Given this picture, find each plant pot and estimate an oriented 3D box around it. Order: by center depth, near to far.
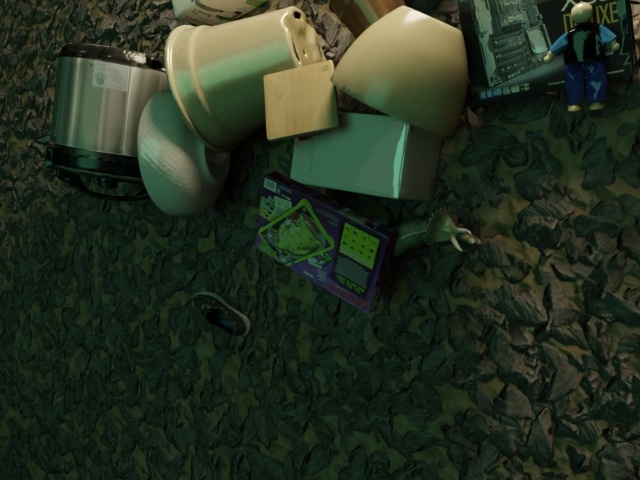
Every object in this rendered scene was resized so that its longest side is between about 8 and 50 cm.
[{"bbox_3d":[0.187,-0.360,1.260,0.284,0.284,0.190,37,113,28],"label":"plant pot"},{"bbox_3d":[0.130,-0.509,1.409,0.167,0.167,0.165,-34,82,31],"label":"plant pot"},{"bbox_3d":[-0.159,-0.419,1.538,0.306,0.334,0.333,-13,84,23],"label":"plant pot"}]

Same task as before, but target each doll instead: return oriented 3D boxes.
[{"bbox_3d":[0.475,-0.334,1.127,0.129,0.046,0.188,3,111,32],"label":"doll"}]

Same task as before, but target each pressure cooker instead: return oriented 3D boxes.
[{"bbox_3d":[-0.584,-0.323,1.776,0.370,0.376,0.420,12,98,31],"label":"pressure cooker"}]

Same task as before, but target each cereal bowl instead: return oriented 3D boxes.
[{"bbox_3d":[-0.335,-0.232,1.645,0.141,0.339,0.338,-1,91,16],"label":"cereal bowl"}]

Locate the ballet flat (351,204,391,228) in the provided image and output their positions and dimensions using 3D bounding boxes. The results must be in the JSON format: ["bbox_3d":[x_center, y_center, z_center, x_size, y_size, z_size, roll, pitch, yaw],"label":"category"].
[{"bbox_3d":[0.010,-0.014,1.522,0.342,0.124,0.116,-11,87,35],"label":"ballet flat"}]

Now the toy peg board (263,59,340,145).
[{"bbox_3d":[-0.034,-0.294,1.372,0.161,0.079,0.161,-9,73,14],"label":"toy peg board"}]

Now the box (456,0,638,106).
[{"bbox_3d":[0.436,-0.412,1.202,0.308,0.076,0.242,-3,107,35],"label":"box"}]

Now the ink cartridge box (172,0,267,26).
[{"bbox_3d":[-0.273,-0.668,1.676,0.219,0.160,0.092,-15,83,35],"label":"ink cartridge box"}]

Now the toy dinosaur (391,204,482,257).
[{"bbox_3d":[0.206,-0.011,1.363,0.314,0.160,0.121,-15,83,34],"label":"toy dinosaur"}]

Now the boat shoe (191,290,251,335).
[{"bbox_3d":[-0.302,0.214,1.777,0.229,0.076,0.080,29,108,31],"label":"boat shoe"}]

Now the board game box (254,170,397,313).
[{"bbox_3d":[0.000,0.000,1.414,0.347,0.056,0.208,29,121,26],"label":"board game box"}]

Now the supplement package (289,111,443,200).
[{"bbox_3d":[0.103,-0.195,1.417,0.293,0.178,0.175,12,98,35],"label":"supplement package"}]
